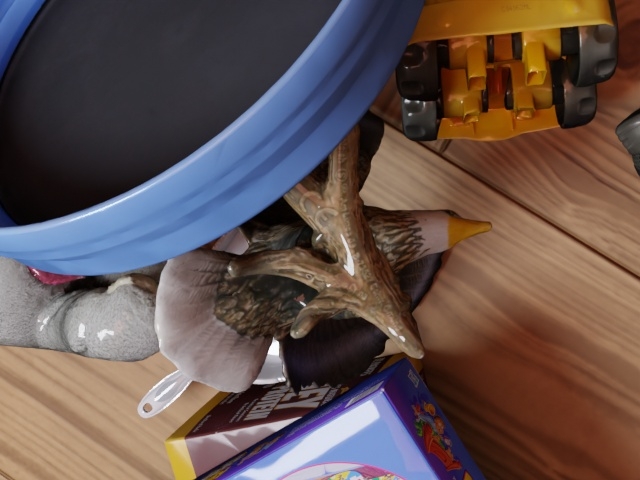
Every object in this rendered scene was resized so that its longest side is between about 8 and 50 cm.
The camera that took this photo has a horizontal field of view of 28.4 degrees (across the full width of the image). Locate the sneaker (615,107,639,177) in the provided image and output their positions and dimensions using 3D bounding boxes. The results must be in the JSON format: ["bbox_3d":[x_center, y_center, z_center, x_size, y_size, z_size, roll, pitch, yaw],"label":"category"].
[{"bbox_3d":[0.346,-0.080,0.926,0.227,0.087,0.130,-27,95,23],"label":"sneaker"}]

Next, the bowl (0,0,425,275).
[{"bbox_3d":[-0.105,-0.150,0.808,0.391,0.391,0.077,-23,138,20],"label":"bowl"}]

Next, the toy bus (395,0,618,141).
[{"bbox_3d":[0.121,-0.191,0.925,0.149,0.220,0.211,-7,75,4],"label":"toy bus"}]

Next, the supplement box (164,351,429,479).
[{"bbox_3d":[0.004,0.216,1.069,0.194,0.129,0.191,-14,98,19],"label":"supplement box"}]

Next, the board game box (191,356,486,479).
[{"bbox_3d":[-0.019,0.277,0.978,0.347,0.078,0.233,-32,91,21],"label":"board game box"}]

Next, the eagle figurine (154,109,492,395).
[{"bbox_3d":[0.011,0.002,0.918,0.225,0.298,0.226,23,93,-9],"label":"eagle figurine"}]

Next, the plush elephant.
[{"bbox_3d":[-0.236,-0.042,1.027,0.272,0.330,0.255,7,85,-2],"label":"plush elephant"}]

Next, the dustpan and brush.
[{"bbox_3d":[-0.077,0.084,1.101,0.211,0.060,0.147,-41,89,20],"label":"dustpan and brush"}]
